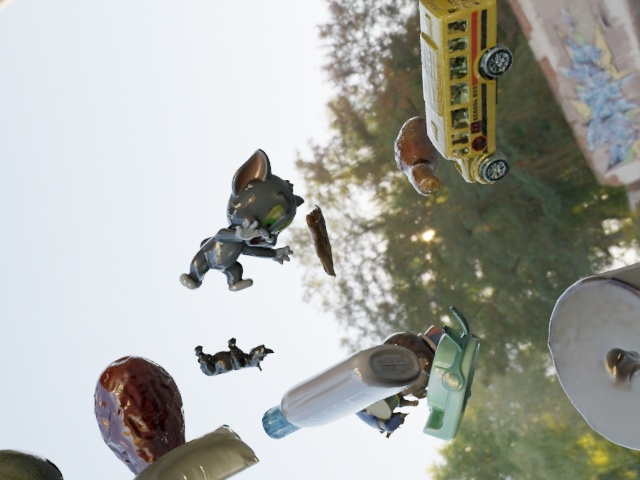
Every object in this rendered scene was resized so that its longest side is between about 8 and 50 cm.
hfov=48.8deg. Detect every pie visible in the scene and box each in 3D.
[{"bbox_3d":[0.000,0.000,1.559,0.092,0.034,0.169,9,-113,-70],"label":"pie"}]

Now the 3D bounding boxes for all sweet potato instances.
[{"bbox_3d":[0.226,-0.189,1.627,0.109,0.109,0.385,51,-156,-23],"label":"sweet potato"}]

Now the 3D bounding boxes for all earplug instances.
[{"bbox_3d":[0.670,0.167,1.284,0.394,0.312,0.312,-15,-104,-25],"label":"earplug"}]

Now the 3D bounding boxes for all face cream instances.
[{"bbox_3d":[0.017,0.278,1.254,0.163,0.337,0.080,7,-122,-42],"label":"face cream"}]

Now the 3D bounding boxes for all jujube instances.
[{"bbox_3d":[-0.404,0.403,1.608,0.197,0.197,0.290,-38,-69,-63],"label":"jujube"}]

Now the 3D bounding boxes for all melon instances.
[{"bbox_3d":[-0.520,0.423,1.223,0.167,0.114,0.114,22,-139,-18],"label":"melon"}]

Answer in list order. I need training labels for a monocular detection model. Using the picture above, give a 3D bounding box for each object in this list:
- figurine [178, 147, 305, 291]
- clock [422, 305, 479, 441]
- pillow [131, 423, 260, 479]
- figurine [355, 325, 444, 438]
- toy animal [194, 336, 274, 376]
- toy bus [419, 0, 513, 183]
[{"bbox_3d":[-0.135,-0.010,1.274,0.193,0.265,0.140,35,-159,-47],"label":"figurine"},{"bbox_3d":[0.146,0.143,0.776,0.101,0.041,0.135,-45,-37,-58],"label":"clock"},{"bbox_3d":[-0.258,0.466,1.399,0.144,0.254,0.078,38,148,46],"label":"pillow"},{"bbox_3d":[0.175,0.292,1.557,0.161,0.158,0.275,31,-126,15],"label":"figurine"},{"bbox_3d":[-0.146,0.203,1.218,0.047,0.136,0.065,-103,2,-47],"label":"toy animal"},{"bbox_3d":[0.240,-0.247,1.181,0.121,0.123,0.335,-114,10,-51],"label":"toy bus"}]
